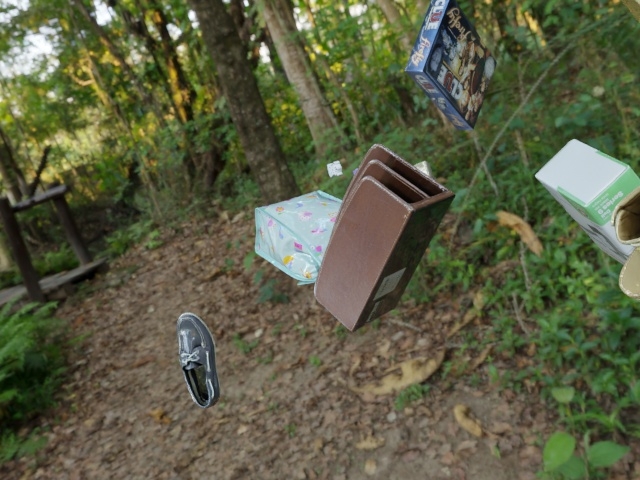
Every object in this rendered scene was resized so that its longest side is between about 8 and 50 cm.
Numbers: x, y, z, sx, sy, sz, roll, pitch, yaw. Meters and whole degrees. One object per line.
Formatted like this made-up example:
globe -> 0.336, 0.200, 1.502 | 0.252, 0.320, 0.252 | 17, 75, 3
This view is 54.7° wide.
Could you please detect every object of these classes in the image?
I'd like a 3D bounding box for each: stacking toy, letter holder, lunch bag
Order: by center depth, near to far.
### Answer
letter holder -> 0.085, -0.014, 1.222 | 0.214, 0.301, 0.152 | 40, 37, 25
lunch bag -> 0.000, 0.000, 1.511 | 0.224, 0.160, 0.262 | -21, 38, -37
stacking toy -> 0.125, -0.140, 1.754 | 0.167, 0.221, 0.052 | -18, 6, -26

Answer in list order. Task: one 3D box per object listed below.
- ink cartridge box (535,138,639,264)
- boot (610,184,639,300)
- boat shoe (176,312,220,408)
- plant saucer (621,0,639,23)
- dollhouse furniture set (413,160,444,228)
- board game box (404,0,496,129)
ink cartridge box -> 0.639, -0.062, 1.348 | 0.121, 0.289, 0.211 | -46, 23, 10
boot -> 0.553, 0.003, 1.042 | 0.204, 0.261, 0.095 | -3, 44, -32
boat shoe -> -0.258, 0.254, 1.302 | 0.075, 0.205, 0.065 | -15, 2, 3
plant saucer -> 0.628, -0.444, 1.149 | 0.081, 0.333, 0.332 | -41, 38, 29
dollhouse furniture set -> 0.250, -0.098, 1.568 | 0.144, 0.151, 0.123 | -22, -14, 32
board game box -> 0.268, -0.348, 1.240 | 0.042, 0.165, 0.243 | 15, -8, 40
